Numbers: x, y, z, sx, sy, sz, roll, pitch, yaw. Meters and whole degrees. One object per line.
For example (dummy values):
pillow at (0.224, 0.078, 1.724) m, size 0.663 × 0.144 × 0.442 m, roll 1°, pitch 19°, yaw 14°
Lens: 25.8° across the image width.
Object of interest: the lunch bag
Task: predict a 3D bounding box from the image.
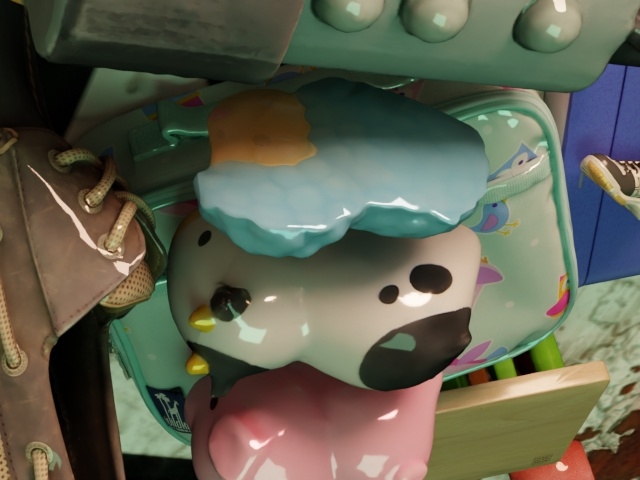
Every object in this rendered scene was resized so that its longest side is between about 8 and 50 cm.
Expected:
lunch bag at (0.000, 0.000, 0.792) m, size 0.279 × 0.108 × 0.224 m, roll -18°, pitch 138°, yaw -1°

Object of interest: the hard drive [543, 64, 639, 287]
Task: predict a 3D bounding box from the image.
hard drive at (0.292, -0.075, 0.870) m, size 0.318 × 0.040 × 0.210 m, roll -10°, pitch 137°, yaw -9°

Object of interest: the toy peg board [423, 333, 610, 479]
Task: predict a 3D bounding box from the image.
toy peg board at (0.098, 0.109, 0.980) m, size 0.161 × 0.079 × 0.161 m, roll -10°, pitch 153°, yaw -9°

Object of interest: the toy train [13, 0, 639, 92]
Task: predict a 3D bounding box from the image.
toy train at (0.015, -0.144, 0.587) m, size 0.333 × 0.190 × 0.142 m, roll 4°, pitch 133°, yaw -23°

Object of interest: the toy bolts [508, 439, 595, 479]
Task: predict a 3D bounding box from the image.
toy bolts at (0.149, 0.291, 1.110) m, size 0.228 × 0.158 × 0.218 m, roll -23°, pitch 138°, yaw 5°

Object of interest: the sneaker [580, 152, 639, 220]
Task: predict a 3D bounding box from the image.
sneaker at (0.185, -0.038, 0.822) m, size 0.037 × 0.032 × 0.083 m, roll -50°, pitch 135°, yaw 12°

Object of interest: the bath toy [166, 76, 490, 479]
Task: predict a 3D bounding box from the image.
bath toy at (-0.008, 0.091, 0.711) m, size 0.151 × 0.129 × 0.348 m, roll 16°, pitch 132°, yaw 16°

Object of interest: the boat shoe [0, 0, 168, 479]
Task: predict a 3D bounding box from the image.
boat shoe at (-0.133, 0.008, 0.634) m, size 0.130 × 0.132 × 0.356 m, roll 1°, pitch 98°, yaw 7°
